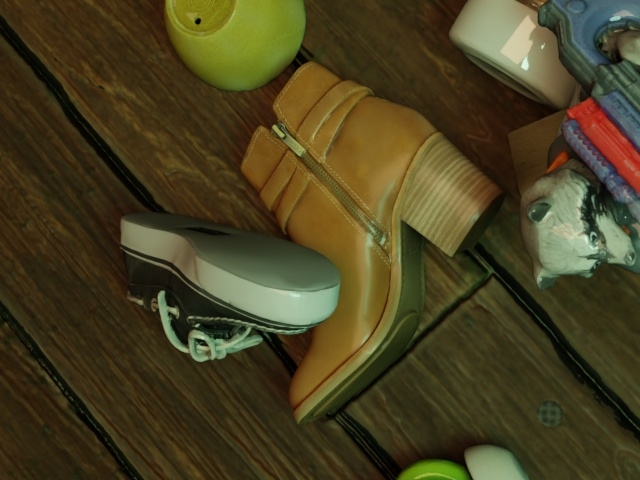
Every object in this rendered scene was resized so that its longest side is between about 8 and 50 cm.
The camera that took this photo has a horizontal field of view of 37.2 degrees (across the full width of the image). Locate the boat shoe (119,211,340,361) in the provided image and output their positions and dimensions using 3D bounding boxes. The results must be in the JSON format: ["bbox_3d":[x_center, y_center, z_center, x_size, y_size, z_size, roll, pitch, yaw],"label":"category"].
[{"bbox_3d":[-0.091,0.047,0.806,0.306,0.113,0.105,14,104,50],"label":"boat shoe"}]

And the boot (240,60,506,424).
[{"bbox_3d":[0.000,0.000,0.845,0.220,0.109,0.283,38,109,19],"label":"boot"}]

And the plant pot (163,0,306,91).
[{"bbox_3d":[-0.090,-0.210,0.870,0.134,0.095,0.134,0,90,15],"label":"plant pot"}]

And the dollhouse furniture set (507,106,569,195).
[{"bbox_3d":[0.268,-0.043,0.808,0.151,0.123,0.144,-10,87,-20],"label":"dollhouse furniture set"}]

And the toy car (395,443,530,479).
[{"bbox_3d":[0.121,0.272,0.792,0.159,0.136,0.182,-34,82,13],"label":"toy car"}]

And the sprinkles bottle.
[{"bbox_3d":[0.248,-0.282,0.764,0.121,0.121,0.355,35,98,13],"label":"sprinkles bottle"}]

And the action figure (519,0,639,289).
[{"bbox_3d":[0.293,-0.025,0.651,0.330,0.178,0.341,-14,57,-13],"label":"action figure"}]
